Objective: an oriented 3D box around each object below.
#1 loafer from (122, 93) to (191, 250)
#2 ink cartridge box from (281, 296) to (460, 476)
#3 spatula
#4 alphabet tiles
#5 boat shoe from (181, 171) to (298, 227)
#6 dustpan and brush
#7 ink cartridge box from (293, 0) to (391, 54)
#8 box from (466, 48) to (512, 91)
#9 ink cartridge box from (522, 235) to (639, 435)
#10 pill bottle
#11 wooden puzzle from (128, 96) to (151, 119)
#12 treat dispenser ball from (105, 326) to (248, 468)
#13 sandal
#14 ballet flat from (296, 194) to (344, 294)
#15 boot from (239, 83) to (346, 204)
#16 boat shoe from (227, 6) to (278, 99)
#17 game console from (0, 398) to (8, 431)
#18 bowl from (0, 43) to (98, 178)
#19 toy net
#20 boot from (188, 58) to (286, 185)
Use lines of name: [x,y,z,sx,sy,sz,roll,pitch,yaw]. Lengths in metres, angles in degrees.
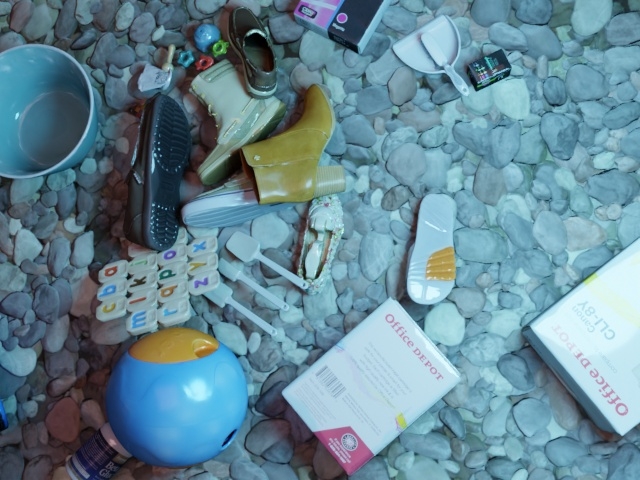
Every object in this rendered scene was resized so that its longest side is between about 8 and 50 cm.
loafer: [-0.389,-0.156,1.922,0.130,0.134,0.365,-4,72,29]
ink cartridge box: [0.109,0.304,1.782,0.306,0.131,0.226,-40,78,-1]
spatula: [-0.147,0.094,1.869,0.242,0.019,0.168,30,82,33]
alphabet tiles: [-0.352,0.083,1.856,0.278,0.021,0.284,-16,43,4]
boat shoe: [-0.165,-0.105,1.910,0.302,0.109,0.094,-13,66,-5]
dustpan and brush: [0.271,-0.401,1.908,0.147,0.060,0.211,-32,78,2]
ink cartridge box: [0.105,-0.630,1.970,0.176,0.069,0.371,29,83,11]
box: [0.373,-0.376,1.889,0.083,0.062,0.052,-26,80,3]
ink cartridge box: [0.646,0.168,1.714,0.385,0.160,0.279,-38,78,1]
pill bottle: [-0.462,0.456,1.853,0.169,0.094,0.094,-45,78,-1]
wooden puzzle: [-0.411,-0.306,2.014,0.083,0.006,0.049,33,87,12]
treat dispenser ball: [-0.294,0.323,1.753,0.288,0.288,0.288,-1,81,8]
sandal: [0.239,0.027,1.844,0.102,0.076,0.265,14,62,-4]
ballet flat: [0.000,0.000,1.873,0.091,0.077,0.240,7,81,10]
boot: [-0.072,-0.215,1.853,0.211,0.104,0.295,-5,64,-15]
boat shoe: [-0.145,-0.445,1.926,0.095,0.095,0.257,-12,62,-19]
game console: [-0.825,0.309,1.895,0.173,0.250,0.293,-20,78,-23]
bowl: [-0.640,-0.275,1.961,0.312,0.163,0.311,-1,81,7]
toy net: [-0.320,-0.409,1.995,0.232,0.045,0.122,-38,69,5]
boot: [-0.233,-0.271,1.935,0.203,0.095,0.262,41,82,10]
